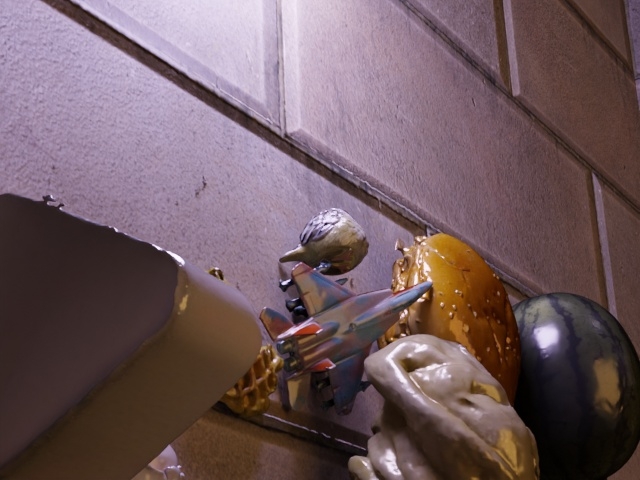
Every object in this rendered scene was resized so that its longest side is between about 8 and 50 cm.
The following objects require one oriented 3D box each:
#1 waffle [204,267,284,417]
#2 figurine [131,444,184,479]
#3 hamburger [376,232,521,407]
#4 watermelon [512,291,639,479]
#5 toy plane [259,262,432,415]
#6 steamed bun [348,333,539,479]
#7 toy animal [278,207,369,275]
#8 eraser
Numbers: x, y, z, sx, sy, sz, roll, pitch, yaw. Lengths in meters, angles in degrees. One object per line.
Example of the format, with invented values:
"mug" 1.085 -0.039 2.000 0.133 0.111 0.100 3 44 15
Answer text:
"waffle" -0.109 0.133 1.752 0.194 0.051 0.149 49 39 -37
"figurine" -0.198 0.205 1.465 0.162 0.141 0.237 53 31 -70
"hamburger" 0.206 0.143 2.181 0.314 0.170 0.290 55 28 -29
"watermelon" 0.425 0.269 2.391 0.279 0.278 0.360 4 75 -60
"toy plane" 0.047 0.115 1.956 0.326 0.104 0.223 -26 100 -49
"steamed bun" 0.151 0.332 1.899 0.325 0.230 0.372 -129 -147 -57
"toy animal" 0.000 0.000 1.979 0.137 0.098 0.098 -2 73 -16
"eraser" -0.252 0.133 1.342 0.150 0.331 0.331 39 45 -49
